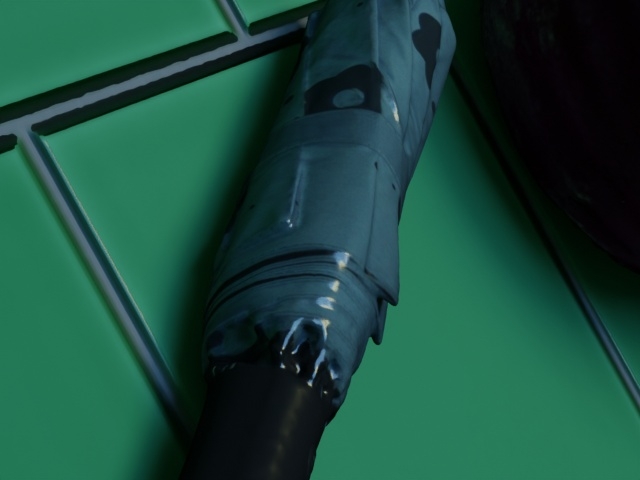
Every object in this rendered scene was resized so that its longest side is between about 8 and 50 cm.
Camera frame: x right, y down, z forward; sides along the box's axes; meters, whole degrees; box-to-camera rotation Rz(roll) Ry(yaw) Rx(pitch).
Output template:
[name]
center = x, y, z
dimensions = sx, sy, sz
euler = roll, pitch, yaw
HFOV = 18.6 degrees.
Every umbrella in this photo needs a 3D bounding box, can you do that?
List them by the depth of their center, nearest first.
[umbrella]
center = 0.002, 0.000, 0.573
dimensions = 0.052, 0.053, 0.250
euler = 47, 34, -23

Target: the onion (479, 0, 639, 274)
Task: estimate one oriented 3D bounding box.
[onion]
center = 0.200, -0.086, 0.746
dimensions = 0.272, 0.256, 0.230
euler = 50, 10, 25
